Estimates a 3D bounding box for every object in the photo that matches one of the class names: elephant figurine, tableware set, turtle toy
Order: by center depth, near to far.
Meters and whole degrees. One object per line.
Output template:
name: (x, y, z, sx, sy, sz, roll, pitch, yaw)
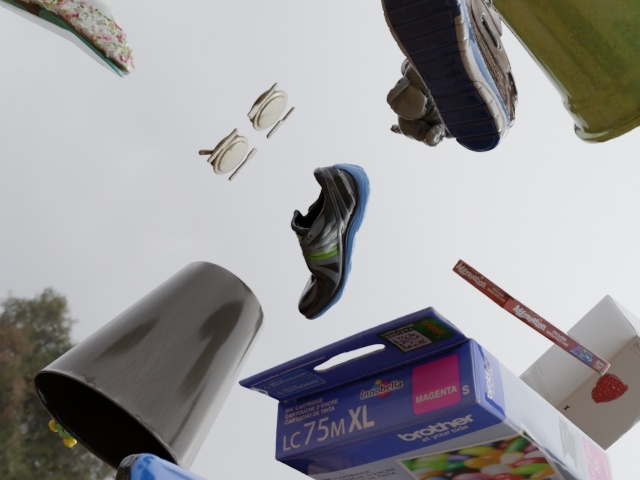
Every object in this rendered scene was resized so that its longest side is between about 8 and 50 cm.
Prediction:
tableware set: (-0.136, -0.203, 1.494, 0.039, 0.194, 0.128, 41, -1, 18)
turtle toy: (-0.518, 0.355, 1.696, 0.130, 0.095, 0.066, 37, -27, 21)
elephant figurine: (0.229, -0.342, 1.837, 0.239, 0.186, 0.169, 63, 1, -35)

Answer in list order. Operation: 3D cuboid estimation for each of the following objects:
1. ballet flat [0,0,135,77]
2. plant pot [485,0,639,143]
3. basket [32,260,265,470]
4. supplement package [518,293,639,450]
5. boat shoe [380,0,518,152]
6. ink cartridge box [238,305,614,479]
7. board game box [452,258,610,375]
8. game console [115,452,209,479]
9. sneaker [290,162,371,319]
ballet flat: (-0.290, -0.270, 0.937, 0.241, 0.077, 0.091, 32, -6, 21)
plant pot: (0.359, -0.313, 1.084, 0.254, 0.276, 0.276, 39, -31, -12)
basket: (-0.179, 0.140, 0.962, 0.204, 0.227, 0.154, 29, -41, 11)
supplement package: (0.602, 0.300, 1.780, 0.177, 0.175, 0.293, 35, -71, -17)
boat shoe: (0.103, -0.160, 0.637, 0.066, 0.066, 0.183, 1, -52, 42)
ink cartridge box: (0.098, 0.171, 0.682, 0.186, 0.065, 0.311, -24, -46, 29)
board game box: (0.349, 0.128, 1.358, 0.281, 0.027, 0.145, 32, 5, -33)
game console: (-0.156, 0.348, 0.709, 0.173, 0.250, 0.293, -13, -32, 17)
sneaker: (0.000, 0.000, 0.919, 0.067, 0.078, 0.188, -112, -148, -62)
